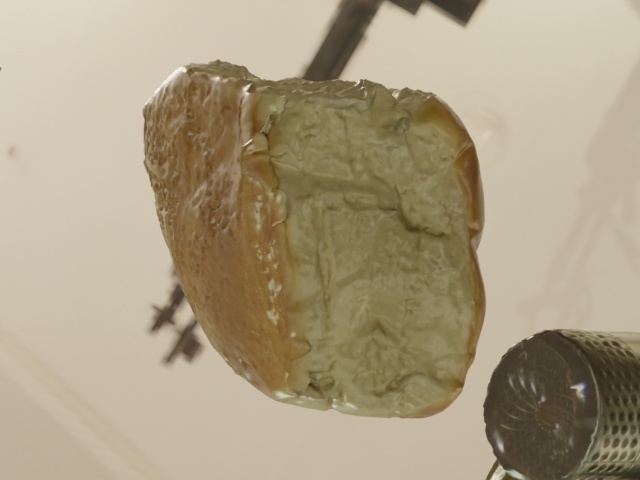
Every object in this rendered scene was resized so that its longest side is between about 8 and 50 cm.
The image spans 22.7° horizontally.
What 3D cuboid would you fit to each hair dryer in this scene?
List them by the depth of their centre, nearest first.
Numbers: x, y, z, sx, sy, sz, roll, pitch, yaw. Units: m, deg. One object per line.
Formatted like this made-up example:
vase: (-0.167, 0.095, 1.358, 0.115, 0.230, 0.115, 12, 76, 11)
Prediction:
hair dryer: (0.199, 0.160, 0.707, 0.320, 0.284, 0.156, -6, -168, -39)

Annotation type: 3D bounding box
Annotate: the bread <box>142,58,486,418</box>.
bread: (0.000, 0.000, 1.230, 0.225, 0.279, 0.250, -8, -168, -28)

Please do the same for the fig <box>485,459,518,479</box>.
fig: (0.146, 0.116, 0.800, 0.185, 0.126, 0.133, 2, -148, -41)
